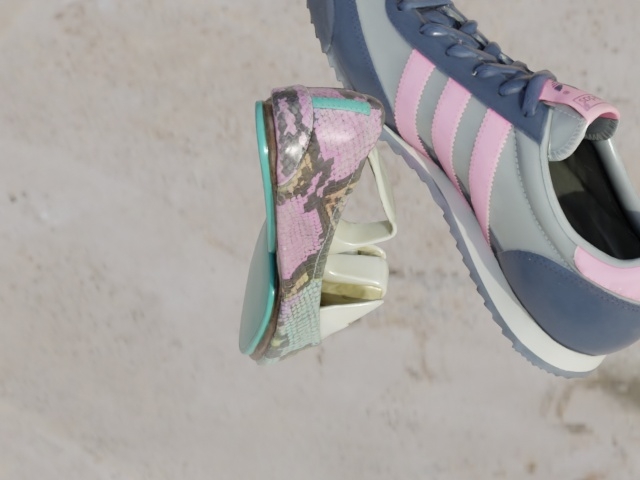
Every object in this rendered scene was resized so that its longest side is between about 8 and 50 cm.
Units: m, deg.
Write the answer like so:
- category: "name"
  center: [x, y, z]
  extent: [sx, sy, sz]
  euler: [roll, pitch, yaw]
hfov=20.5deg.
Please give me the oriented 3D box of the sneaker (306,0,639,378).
- category: "sneaker"
  center: [0.114, -0.080, 1.077]
  extent: [0.112, 0.131, 0.319]
  euler: [-25, 77, -45]

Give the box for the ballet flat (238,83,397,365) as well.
- category: "ballet flat"
  center: [0.000, 0.000, 0.928]
  extent: [0.079, 0.221, 0.077]
  euler: [1, 54, -5]
